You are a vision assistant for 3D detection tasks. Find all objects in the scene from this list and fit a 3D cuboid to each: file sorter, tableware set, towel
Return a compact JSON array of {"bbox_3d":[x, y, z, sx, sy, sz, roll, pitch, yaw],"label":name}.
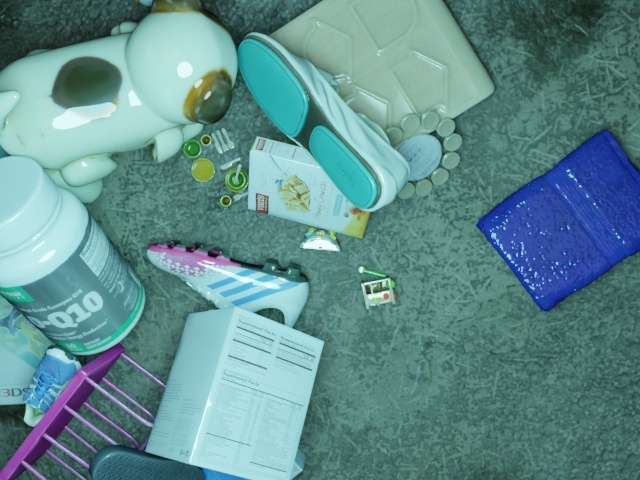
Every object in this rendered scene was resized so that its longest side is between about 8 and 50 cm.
[{"bbox_3d":[-0.443,0.388,1.274,0.182,0.202,0.290,38,95,-1],"label":"file sorter"},{"bbox_3d":[-0.209,-0.143,1.314,0.104,0.024,0.154,-24,92,5],"label":"tableware set"},{"bbox_3d":[0.488,-0.035,1.259,0.308,0.076,0.227,-36,84,5],"label":"towel"}]

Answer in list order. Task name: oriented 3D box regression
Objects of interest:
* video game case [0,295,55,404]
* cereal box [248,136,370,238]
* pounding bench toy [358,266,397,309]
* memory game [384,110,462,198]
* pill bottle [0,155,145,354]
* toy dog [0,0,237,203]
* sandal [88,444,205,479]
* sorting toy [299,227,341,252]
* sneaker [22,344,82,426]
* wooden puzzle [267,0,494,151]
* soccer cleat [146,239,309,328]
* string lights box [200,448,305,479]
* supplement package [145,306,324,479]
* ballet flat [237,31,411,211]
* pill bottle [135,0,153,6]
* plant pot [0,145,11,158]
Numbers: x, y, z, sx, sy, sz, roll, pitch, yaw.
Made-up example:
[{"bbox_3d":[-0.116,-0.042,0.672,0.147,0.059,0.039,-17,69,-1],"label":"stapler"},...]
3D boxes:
[{"bbox_3d":[-0.677,0.180,1.357,0.300,0.036,0.329,-4,93,4],"label":"video game case"},{"bbox_3d":[-0.018,-0.097,1.241,0.240,0.173,0.047,14,53,3],"label":"cereal box"},{"bbox_3d":[0.114,0.086,1.294,0.065,0.052,0.083,-12,93,4],"label":"pounding bench toy"},{"bbox_3d":[0.186,-0.161,1.245,0.186,0.012,0.186,-10,125,-14],"label":"memory game"},{"bbox_3d":[-0.477,0.035,1.159,0.204,0.361,0.204,-8,51,10],"label":"pill bottle"},{"bbox_3d":[-0.342,-0.280,1.143,0.408,0.395,0.284,-18,80,11],"label":"toy dog"},{"bbox_3d":[-0.312,0.428,1.211,0.097,0.054,0.254,-53,129,-5],"label":"sandal"},{"bbox_3d":[0.000,0.000,1.284,0.083,0.075,0.044,5,94,3],"label":"sorting toy"},{"bbox_3d":[-0.518,0.283,1.253,0.080,0.081,0.211,27,127,0],"label":"sneaker"},{"bbox_3d":[0.110,-0.333,1.261,0.348,0.080,0.322,-32,92,0],"label":"wooden puzzle"},{"bbox_3d":[-0.190,0.092,1.282,0.331,0.116,0.143,13,94,2],"label":"soccer cleat"},{"bbox_3d":[-0.172,0.485,1.325,0.260,0.077,0.133,-41,90,5],"label":"string lights box"},{"bbox_3d":[-0.153,0.280,1.175,0.198,0.199,0.262,26,67,-29],"label":"supplement package"},{"bbox_3d":[0.010,-0.217,1.154,0.139,0.139,0.400,-41,74,5],"label":"ballet flat"},{"bbox_3d":[-0.356,-0.511,1.269,0.152,0.086,0.086,25,95,2],"label":"pill bottle"},{"bbox_3d":[-0.657,-0.133,1.229,0.247,0.252,0.247,2,94,3],"label":"plant pot"}]
